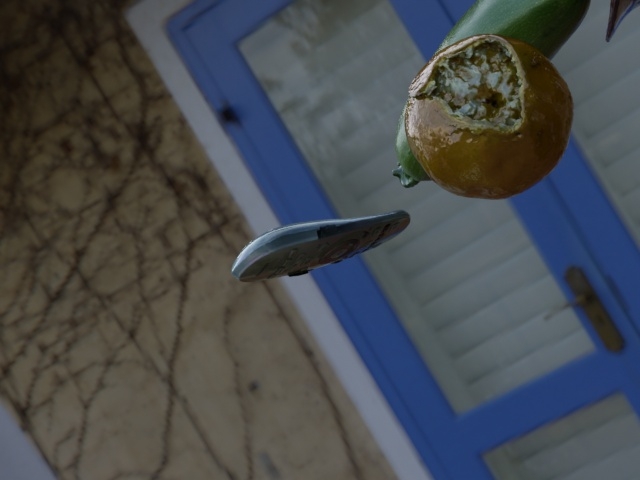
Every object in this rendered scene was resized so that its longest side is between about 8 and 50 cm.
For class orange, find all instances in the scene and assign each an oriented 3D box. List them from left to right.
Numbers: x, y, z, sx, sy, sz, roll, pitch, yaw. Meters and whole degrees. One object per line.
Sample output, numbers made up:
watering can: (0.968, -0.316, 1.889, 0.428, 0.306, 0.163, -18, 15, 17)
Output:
orange: (0.154, -0.113, 1.211, 0.154, 0.155, 0.134, -31, -5, -6)

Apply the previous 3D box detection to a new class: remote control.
remote control: (0.001, 0.002, 1.577, 0.256, 0.045, 0.097, -11, -23, -38)

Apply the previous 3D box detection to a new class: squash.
squash: (0.172, -0.180, 1.475, 0.107, 0.107, 0.395, -30, -15, -36)

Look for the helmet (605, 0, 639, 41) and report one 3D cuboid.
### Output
helmet: (0.357, -0.386, 1.205, 0.230, 0.385, 0.337, -5, 2, 11)
